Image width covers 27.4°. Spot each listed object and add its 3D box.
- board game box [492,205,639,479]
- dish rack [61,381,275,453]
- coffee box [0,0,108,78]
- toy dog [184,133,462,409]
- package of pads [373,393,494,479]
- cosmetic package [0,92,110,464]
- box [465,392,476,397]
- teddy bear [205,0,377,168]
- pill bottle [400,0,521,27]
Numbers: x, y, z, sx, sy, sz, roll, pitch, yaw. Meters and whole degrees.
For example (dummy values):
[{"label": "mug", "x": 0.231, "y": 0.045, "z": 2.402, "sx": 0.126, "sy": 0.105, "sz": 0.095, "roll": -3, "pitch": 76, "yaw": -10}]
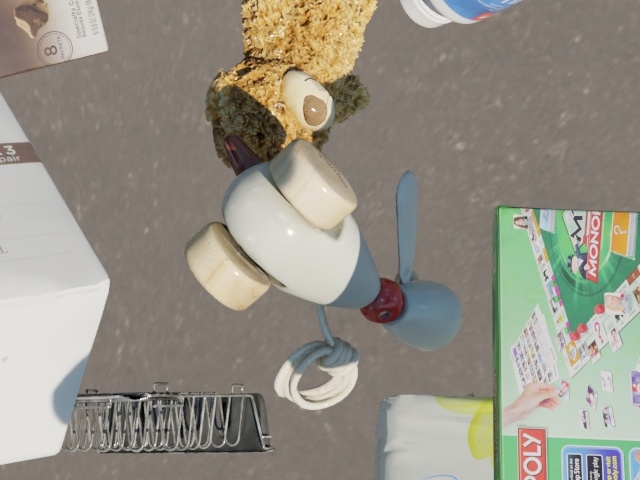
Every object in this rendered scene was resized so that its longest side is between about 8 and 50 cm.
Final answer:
[{"label": "board game box", "x": 0.236, "y": 0.127, "z": 0.974, "sx": 0.213, "sy": 0.046, "sz": 0.317, "roll": 2, "pitch": 65, "yaw": 3}, {"label": "dish rack", "x": -0.190, "y": 0.182, "z": 1.326, "sx": 0.208, "sy": 0.271, "sz": 0.074, "roll": -6, "pitch": 80, "yaw": 23}, {"label": "coffee box", "x": -0.320, "y": -0.301, "z": 1.209, "sx": 0.168, "sy": 0.119, "sz": 0.297, "roll": -17, "pitch": 109, "yaw": -22}, {"label": "toy dog", "x": 0.000, "y": 0.000, "z": 1.261, "sx": 0.220, "sy": 0.334, "sz": 0.161, "roll": -26, "pitch": 52, "yaw": 3}, {"label": "package of pads", "x": 0.201, "y": 0.263, "z": 1.338, "sx": 0.296, "sy": 0.101, "sz": 0.229, "roll": 0, "pitch": 40, "yaw": 3}, {"label": "cosmetic package", "x": -0.311, "y": -0.034, "z": 0.825, "sx": 0.217, "sy": 0.156, "sz": 0.385, "roll": -7, "pitch": 46, "yaw": -36}, {"label": "box", "x": 0.197, "y": 0.251, "z": 1.498, "sx": 0.059, "sy": 0.169, "sz": 0.054, "roll": -30, "pitch": 127, "yaw": -7}, {"label": "teddy bear", "x": -0.006, "y": -0.212, "z": 1.398, "sx": 0.113, "sy": 0.245, "sz": 0.338, "roll": 10, "pitch": 36, "yaw": 19}, {"label": "pill bottle", "x": 0.197, "y": -0.334, "z": 1.580, "sx": 0.124, "sy": 0.221, "sz": 0.124, "roll": 10, "pitch": 73, "yaw": -34}]
